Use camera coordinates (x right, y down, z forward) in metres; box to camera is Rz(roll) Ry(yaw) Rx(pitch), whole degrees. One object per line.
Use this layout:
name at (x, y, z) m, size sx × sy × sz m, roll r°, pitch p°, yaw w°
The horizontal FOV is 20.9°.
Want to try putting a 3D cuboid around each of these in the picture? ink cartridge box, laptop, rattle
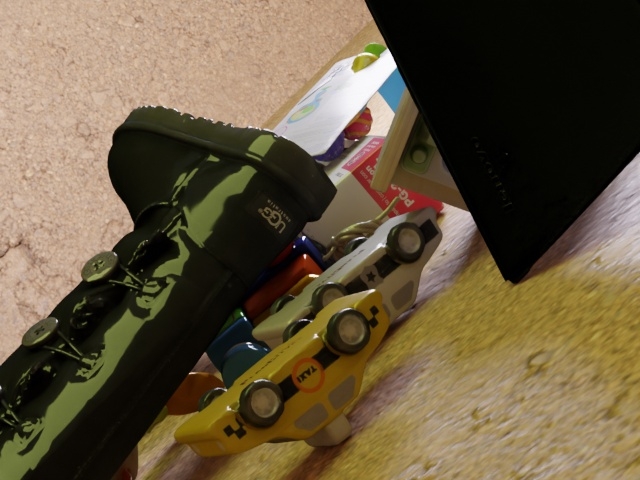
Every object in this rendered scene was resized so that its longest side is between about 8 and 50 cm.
ink cartridge box at (0.000, 0.000, 1.864) m, size 0.237 × 0.100 × 0.172 m, roll -41°, pitch 8°, yaw -3°
laptop at (0.244, -0.245, 1.349) m, size 0.408 × 0.382 × 0.236 m, roll -24°, pitch -22°, yaw -1°
rattle at (-0.159, 0.212, 1.727) m, size 0.199 × 0.143 × 0.130 m, roll -127°, pitch 54°, yaw -66°

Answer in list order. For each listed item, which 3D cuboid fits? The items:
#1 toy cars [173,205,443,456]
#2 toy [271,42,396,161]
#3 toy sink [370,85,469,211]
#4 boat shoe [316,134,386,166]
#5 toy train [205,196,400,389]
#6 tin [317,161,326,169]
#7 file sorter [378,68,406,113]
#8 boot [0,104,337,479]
toy cars at (0.012, 0.089, 1.460) m, size 0.176 × 0.087 × 0.393 m, roll -31°, pitch 9°, yaw 24°
toy at (0.022, -0.141, 1.995) m, size 0.137 × 0.056 × 0.237 m, roll -12°, pitch 32°, yaw 43°
toy sink at (0.138, -0.114, 1.608) m, size 0.234 × 0.131 × 0.153 m, roll -68°, pitch -2°, yaw -77°
boat shoe at (0.044, -0.080, 2.110) m, size 0.109 × 0.091 × 0.305 m, roll 4°, pitch 0°, yaw -21°
toy train at (-0.008, 0.051, 1.688) m, size 0.248 × 0.105 × 0.143 m, roll -40°, pitch 19°, yaw 4°
tin at (0.001, -0.042, 2.049) m, size 0.040 × 0.106 × 0.190 m, roll -42°, pitch 8°, yaw -14°
file sorter at (0.156, -0.191, 2.109) m, size 0.104 × 0.118 × 0.170 m, roll -39°, pitch 8°, yaw -16°
boot at (-0.225, 0.080, 1.693) m, size 0.445 × 0.146 × 0.367 m, roll -54°, pitch 25°, yaw -16°
